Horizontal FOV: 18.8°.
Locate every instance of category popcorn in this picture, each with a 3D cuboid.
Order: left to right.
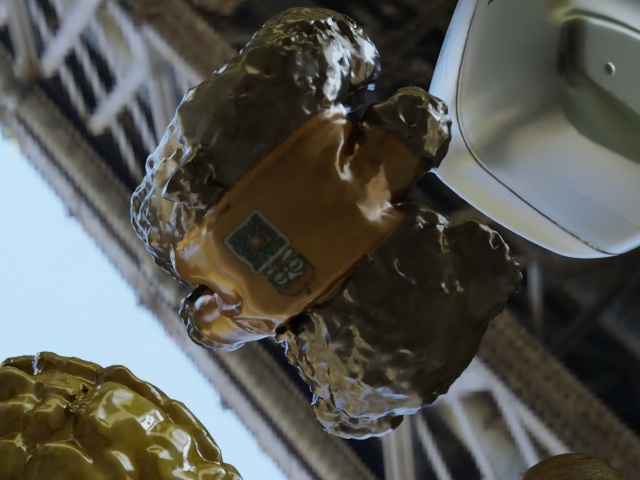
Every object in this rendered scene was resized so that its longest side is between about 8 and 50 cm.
[{"bbox_3d":[-0.167,0.180,1.178,0.250,0.190,0.250,-11,-109,36],"label":"popcorn"}]

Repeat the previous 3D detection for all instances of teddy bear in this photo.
[{"bbox_3d":[0.000,0.000,0.937,0.190,0.177,0.140,43,-165,6],"label":"teddy bear"}]

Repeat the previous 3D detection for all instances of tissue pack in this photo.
[{"bbox_3d":[0.223,-0.155,1.604,0.236,0.229,0.333,-28,-146,51],"label":"tissue pack"}]

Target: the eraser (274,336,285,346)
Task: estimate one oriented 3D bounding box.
[{"bbox_3d":[0.031,0.041,1.507,0.150,0.104,0.023,-33,-132,22],"label":"eraser"}]

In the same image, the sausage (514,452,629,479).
[{"bbox_3d":[0.163,0.213,1.126,0.123,0.136,0.501,16,-179,0],"label":"sausage"}]
